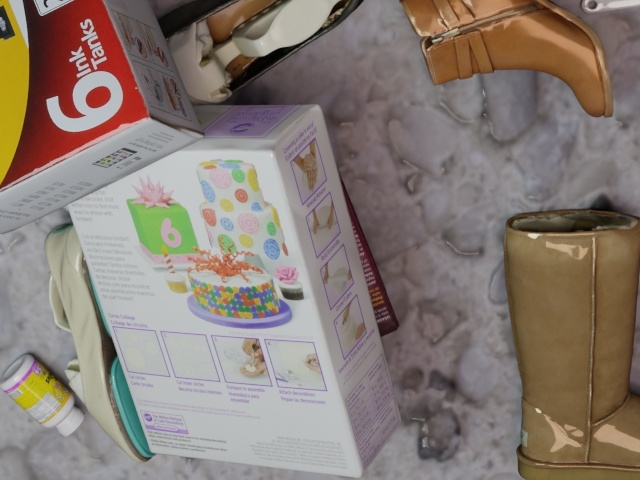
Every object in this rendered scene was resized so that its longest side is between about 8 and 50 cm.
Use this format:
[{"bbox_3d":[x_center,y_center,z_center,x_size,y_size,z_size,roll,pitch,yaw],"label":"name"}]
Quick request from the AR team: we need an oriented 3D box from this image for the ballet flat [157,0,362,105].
[{"bbox_3d":[-0.081,-0.179,1.537,0.280,0.096,0.095,-33,111,6],"label":"ballet flat"}]

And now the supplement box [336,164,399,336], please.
[{"bbox_3d":[0.000,0.000,1.606,0.081,0.104,0.188,-22,111,2],"label":"supplement box"}]

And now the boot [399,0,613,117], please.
[{"bbox_3d":[0.174,-0.175,1.586,0.152,0.073,0.197,-27,98,2],"label":"boot"}]

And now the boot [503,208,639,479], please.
[{"bbox_3d":[0.299,0.105,1.691,0.236,0.089,0.269,-4,109,-6],"label":"boot"}]

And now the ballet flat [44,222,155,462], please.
[{"bbox_3d":[-0.211,0.096,1.636,0.086,0.086,0.248,-11,109,-3],"label":"ballet flat"}]

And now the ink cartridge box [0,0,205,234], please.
[{"bbox_3d":[-0.286,-0.171,1.411,0.272,0.130,0.309,-26,80,13],"label":"ink cartridge box"}]

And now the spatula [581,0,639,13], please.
[{"bbox_3d":[0.355,-0.288,1.594,0.242,0.019,0.168,-9,111,-4],"label":"spatula"}]

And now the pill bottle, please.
[{"bbox_3d":[-0.267,0.151,1.659,0.043,0.043,0.083,-41,110,8],"label":"pill bottle"}]

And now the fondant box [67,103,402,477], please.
[{"bbox_3d":[-0.080,0.044,1.537,0.238,0.096,0.330,2,122,32],"label":"fondant box"}]
